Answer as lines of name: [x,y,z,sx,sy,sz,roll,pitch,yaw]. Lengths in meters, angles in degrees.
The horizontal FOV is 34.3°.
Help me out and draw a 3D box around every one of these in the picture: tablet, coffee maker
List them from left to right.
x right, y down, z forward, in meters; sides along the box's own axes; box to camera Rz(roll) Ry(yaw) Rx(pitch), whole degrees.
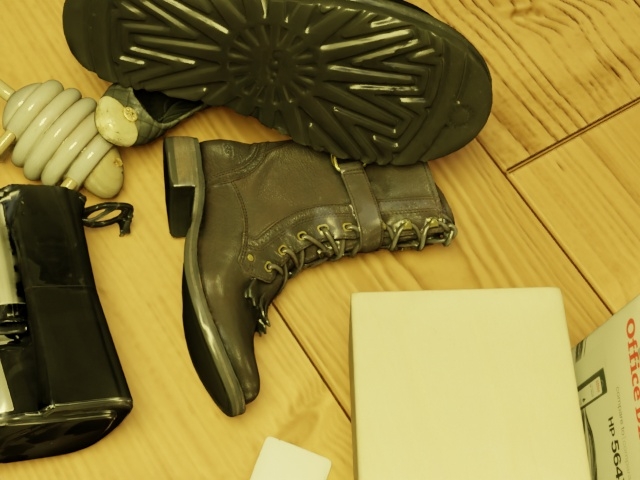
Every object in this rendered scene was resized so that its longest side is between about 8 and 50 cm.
coffee maker: [-0.196,0.056,0.741,0.171,0.120,0.178,-13,68,-17]
tablet: [-0.029,0.192,0.771,0.054,0.006,0.083,21,62,0]

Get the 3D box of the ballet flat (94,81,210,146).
ballet flat: [-0.120,-0.123,0.848,0.173,0.049,0.057,-40,104,-48]

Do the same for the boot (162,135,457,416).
boot: [0.000,0.000,0.822,0.229,0.091,0.262,-6,64,-13]

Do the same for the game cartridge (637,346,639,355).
game cartridge: [0.240,0.085,0.641,0.056,0.017,0.083,-37,75,-19]

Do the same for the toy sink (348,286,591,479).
toy sink: [0.099,0.164,0.731,0.153,0.131,0.234,-2,61,-1]

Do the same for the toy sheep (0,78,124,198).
toy sheep: [-0.211,-0.082,0.825,0.132,0.091,0.091,41,63,-11]

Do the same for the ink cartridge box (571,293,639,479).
ink cartridge box: [0.229,0.139,0.735,0.086,0.203,0.148,4,63,-9]

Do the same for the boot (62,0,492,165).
boot: [-0.020,-0.215,0.865,0.348,0.131,0.260,17,42,-4]
